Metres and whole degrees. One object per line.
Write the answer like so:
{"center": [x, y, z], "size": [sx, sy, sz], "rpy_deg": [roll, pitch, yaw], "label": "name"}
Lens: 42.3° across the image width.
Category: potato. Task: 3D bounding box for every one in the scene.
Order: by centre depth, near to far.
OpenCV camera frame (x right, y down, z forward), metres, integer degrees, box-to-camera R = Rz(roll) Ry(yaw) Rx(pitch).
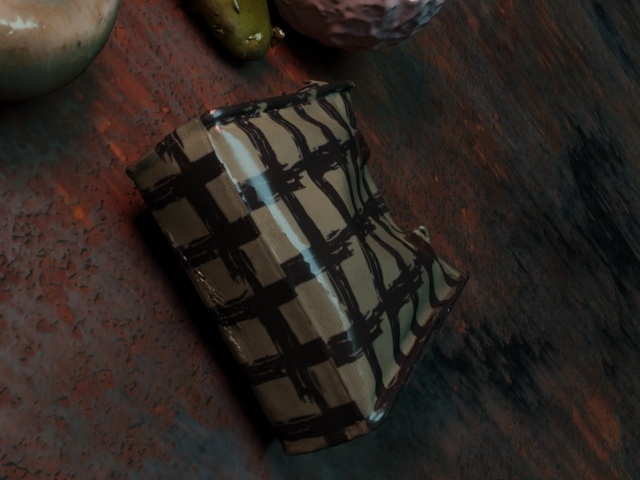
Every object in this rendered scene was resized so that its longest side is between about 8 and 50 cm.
{"center": [-0.121, -0.314, 0.957], "size": [0.225, 0.090, 0.117], "rpy_deg": [63, 34, -11], "label": "potato"}

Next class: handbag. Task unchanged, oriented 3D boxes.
{"center": [0.000, 0.000, 0.869], "size": [0.325, 0.162, 0.327], "rpy_deg": [62, 35, -5], "label": "handbag"}

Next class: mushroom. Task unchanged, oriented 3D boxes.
{"center": [-0.277, -0.232, 0.682], "size": [0.255, 0.184, 0.255], "rpy_deg": [28, 54, -47], "label": "mushroom"}

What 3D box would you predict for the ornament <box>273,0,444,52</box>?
{"center": [0.045, -0.361, 1.027], "size": [0.259, 0.259, 0.225], "rpy_deg": [60, 37, -4], "label": "ornament"}
